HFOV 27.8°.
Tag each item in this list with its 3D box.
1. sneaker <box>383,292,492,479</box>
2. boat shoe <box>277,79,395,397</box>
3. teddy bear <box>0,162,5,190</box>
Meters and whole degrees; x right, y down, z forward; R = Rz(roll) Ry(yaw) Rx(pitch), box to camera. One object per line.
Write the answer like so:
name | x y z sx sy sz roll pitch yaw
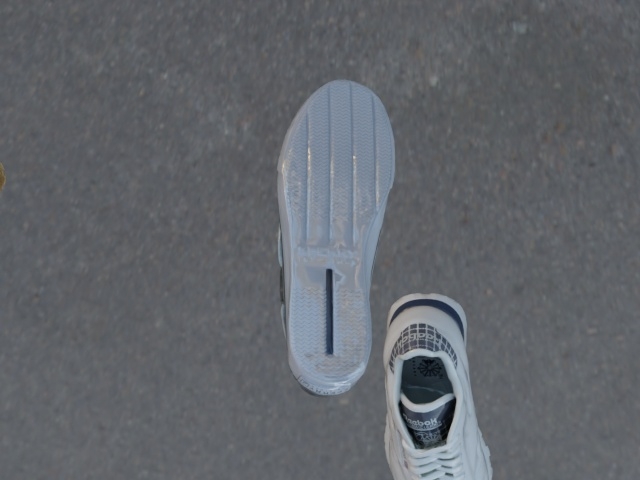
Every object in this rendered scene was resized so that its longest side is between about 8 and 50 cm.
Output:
sneaker | 0.091 0.164 1.055 0.090 0.095 0.235 -10 111 7
boat shoe | 0.000 0.000 1.336 0.121 0.335 0.119 11 160 -10
teddy bear | -0.452 -0.047 1.203 0.113 0.338 0.245 15 110 29
